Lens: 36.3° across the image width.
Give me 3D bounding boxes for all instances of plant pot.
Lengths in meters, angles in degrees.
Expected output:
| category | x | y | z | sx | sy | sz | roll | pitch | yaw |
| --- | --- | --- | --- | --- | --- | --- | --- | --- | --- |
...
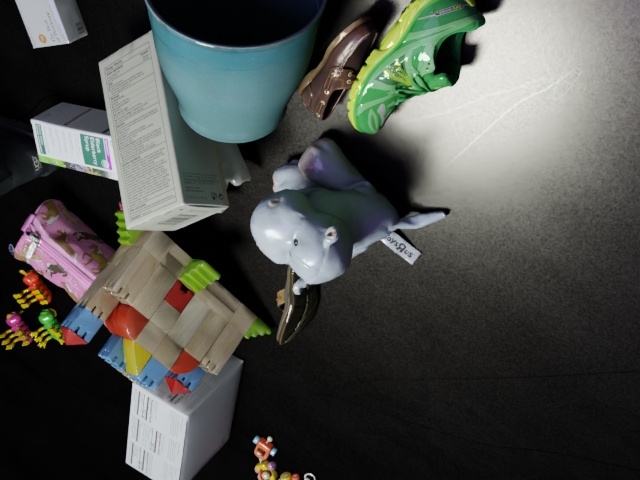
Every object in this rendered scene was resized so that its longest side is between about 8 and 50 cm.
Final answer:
| category | x | y | z | sx | sy | sz | roll | pitch | yaw |
| --- | --- | --- | --- | --- | --- | --- | --- | --- | --- |
| plant pot | -0.136 | -0.302 | 1.529 | 0.271 | 0.272 | 0.255 | 29 | 146 | 14 |

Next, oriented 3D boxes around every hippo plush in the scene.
| category | x | y | z | sx | sy | sz | roll | pitch | yaw |
| --- | --- | --- | --- | --- | --- | --- | --- | --- | --- |
| hippo plush | 0.000 | 0.000 | 1.638 | 0.294 | 0.236 | 0.234 | 36 | 132 | 8 |

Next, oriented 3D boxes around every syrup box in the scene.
| category | x | y | z | sx | sy | sz | roll | pitch | yaw |
| --- | --- | --- | --- | --- | --- | --- | --- | --- | --- |
| syrup box | -0.435 | -0.192 | 1.890 | 0.236 | 0.096 | 0.093 | 15 | 126 | 26 |

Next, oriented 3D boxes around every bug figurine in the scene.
| category | x | y | z | sx | sy | sz | roll | pitch | yaw |
| --- | --- | --- | --- | --- | --- | --- | --- | --- | --- |
| bug figurine | -0.713 | 0.162 | 2.321 | 0.279 | 0.072 | 0.216 | -9 | 120 | 32 |

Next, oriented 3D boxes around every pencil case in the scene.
| category | x | y | z | sx | sy | sz | roll | pitch | yaw |
| --- | --- | --- | --- | --- | --- | --- | --- | --- | --- |
| pencil case | -0.462 | 0.085 | 2.041 | 0.386 | 0.167 | 0.160 | 40 | 135 | 4 |

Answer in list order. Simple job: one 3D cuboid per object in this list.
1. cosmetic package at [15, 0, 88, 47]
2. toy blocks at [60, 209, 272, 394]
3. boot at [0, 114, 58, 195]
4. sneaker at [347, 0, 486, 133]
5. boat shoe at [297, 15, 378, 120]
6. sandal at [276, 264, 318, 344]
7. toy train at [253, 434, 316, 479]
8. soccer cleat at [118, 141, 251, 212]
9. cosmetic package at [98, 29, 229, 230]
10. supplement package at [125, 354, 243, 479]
| category | x | y | z | sx | sy | sz | roll | pitch | yaw |
| --- | --- | --- | --- | --- | --- | --- | --- | --- | --- |
| cosmetic package | -0.517 | -0.476 | 1.778 | 0.098 | 0.060 | 0.239 | 1 | 120 | 33 |
| toy blocks | -0.308 | 0.163 | 1.865 | 0.381 | 0.261 | 0.190 | 45 | 158 | -29 |
| boot | -0.800 | -0.118 | 1.936 | 0.367 | 0.445 | 0.146 | 7 | 123 | 29 |
| sneaker | 0.139 | -0.255 | 1.467 | 0.123 | 0.109 | 0.295 | 43 | 133 | 7 |
| boat shoe | 0.037 | -0.269 | 1.545 | 0.073 | 0.073 | 0.207 | 58 | 143 | 11 |
| sandal | -0.053 | 0.102 | 1.848 | 0.060 | 0.090 | 0.219 | 35 | 138 | 33 |
| toy train | -0.096 | 0.514 | 2.171 | 0.166 | 0.046 | 0.125 | 36 | 133 | 8 |
| soccer cleat | -0.259 | -0.085 | 1.829 | 0.331 | 0.116 | 0.143 | -34 | 93 | 41 |
| cosmetic package | -0.273 | -0.184 | 1.683 | 0.160 | 0.113 | 0.310 | -18 | 77 | 38 |
| supplement package | -0.292 | 0.369 | 2.094 | 0.145 | 0.204 | 0.262 | 28 | 131 | 17 |
